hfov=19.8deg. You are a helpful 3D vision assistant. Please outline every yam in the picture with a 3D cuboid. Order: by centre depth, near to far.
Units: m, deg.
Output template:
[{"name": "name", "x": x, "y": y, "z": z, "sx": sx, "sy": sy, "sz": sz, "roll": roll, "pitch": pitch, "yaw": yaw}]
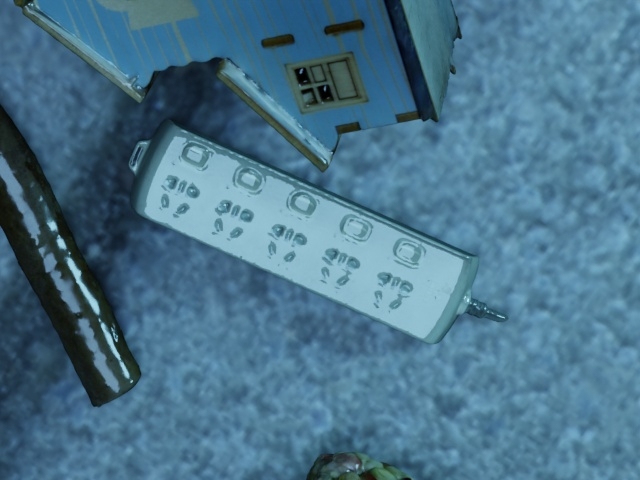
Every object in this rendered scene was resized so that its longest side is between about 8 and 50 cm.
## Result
[{"name": "yam", "x": -0.198, "y": -0.048, "z": 1.101, "sx": 0.045, "sy": 0.045, "sz": 0.327, "roll": -23, "pitch": 100, "yaw": 27}]

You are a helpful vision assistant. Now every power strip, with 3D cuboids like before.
[{"name": "power strip", "x": 0.000, "y": 0.000, "z": 1.115, "sx": 0.252, "sy": 0.027, "sz": 0.060, "roll": 24, "pitch": 99, "yaw": -4}]

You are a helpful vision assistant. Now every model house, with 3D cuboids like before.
[{"name": "model house", "x": -0.056, "y": -0.178, "z": 1.013, "sx": 0.206, "sy": 0.178, "sz": 0.271, "roll": -11, "pitch": 123, "yaw": 17}]

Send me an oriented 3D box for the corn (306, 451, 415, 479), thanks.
[{"name": "corn", "x": 0.098, "y": 0.222, "z": 1.122, "sx": 0.280, "sy": 0.092, "sz": 0.092, "roll": 31, "pitch": 98, "yaw": -8}]
